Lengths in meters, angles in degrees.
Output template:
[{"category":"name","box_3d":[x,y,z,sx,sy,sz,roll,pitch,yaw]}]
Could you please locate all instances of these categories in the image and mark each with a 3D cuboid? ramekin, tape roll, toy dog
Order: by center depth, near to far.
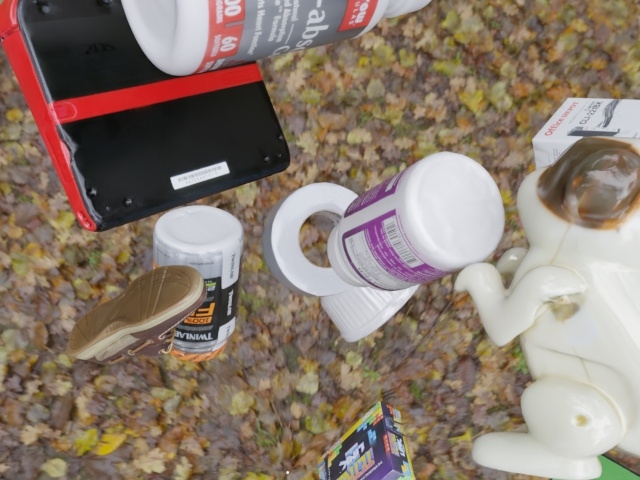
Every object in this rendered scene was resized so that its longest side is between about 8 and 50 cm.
[{"category":"toy dog","box_3d":[0.358,0.073,0.958,0.284,0.395,0.408,-7,93,-39]},{"category":"tape roll","box_3d":[0.000,0.000,1.479,0.219,0.072,0.219,2,85,-19]},{"category":"ramekin","box_3d":[0.117,0.107,1.845,0.127,0.273,0.273,46,76,-7]}]

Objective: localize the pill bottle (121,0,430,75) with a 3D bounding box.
[{"category":"pill bottle","box_3d":[-0.040,-0.332,0.906,0.363,0.210,0.210,-20,74,-28]}]

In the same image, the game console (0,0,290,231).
[{"category":"game console","box_3d":[-0.237,-0.219,1.108,0.386,0.060,0.342,-24,96,-43]}]

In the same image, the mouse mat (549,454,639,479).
[{"category":"mouse mat","box_3d":[0.423,0.424,1.226,0.189,0.152,0.007,-39,118,-16]}]

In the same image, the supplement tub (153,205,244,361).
[{"category":"supplement tub","box_3d":[-0.271,0.099,1.678,0.193,0.316,0.193,5,33,-3]}]

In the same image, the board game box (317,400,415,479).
[{"category":"board game box","box_3d":[0.067,0.362,1.206,0.048,0.141,0.170,31,116,-22]}]

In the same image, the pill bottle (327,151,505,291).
[{"category":"pill bottle","box_3d":[0.129,-0.013,1.174,0.169,0.301,0.169,6,75,-24]}]

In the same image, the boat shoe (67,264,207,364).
[{"category":"boat shoe","box_3d":[-0.322,0.155,1.426,0.342,0.123,0.123,-29,42,26]}]

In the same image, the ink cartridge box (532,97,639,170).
[{"category":"ink cartridge box","box_3d":[0.601,-0.197,1.560,0.273,0.114,0.197,10,41,39]}]
